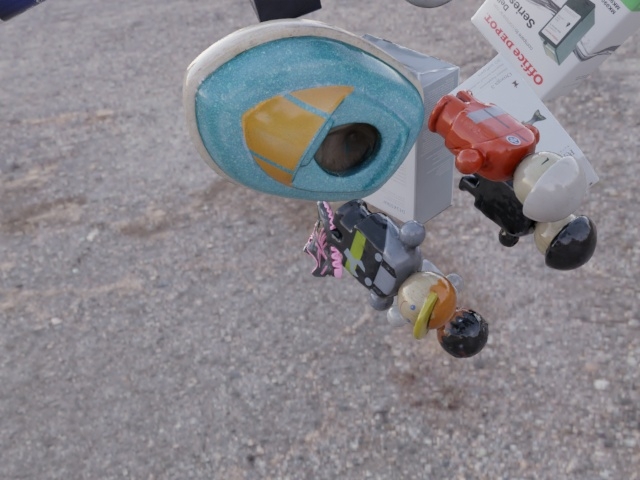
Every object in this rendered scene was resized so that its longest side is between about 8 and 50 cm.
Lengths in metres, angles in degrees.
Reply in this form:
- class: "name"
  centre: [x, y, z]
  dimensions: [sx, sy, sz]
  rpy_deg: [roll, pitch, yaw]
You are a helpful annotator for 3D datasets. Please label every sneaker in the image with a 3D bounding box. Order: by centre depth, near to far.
- class: "sneaker"
  centre: [0.000, 0.000, 1.194]
  dimensions: [0.057, 0.119, 0.047]
  rpy_deg: [-8, 3, 8]

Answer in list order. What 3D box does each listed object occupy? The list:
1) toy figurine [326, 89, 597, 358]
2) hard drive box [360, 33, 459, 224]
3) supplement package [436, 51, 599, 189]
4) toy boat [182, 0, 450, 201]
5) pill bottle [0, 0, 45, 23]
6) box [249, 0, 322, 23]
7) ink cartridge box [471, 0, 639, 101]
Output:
- class: "toy figurine"
  centre: [0.134, -0.001, 0.730]
  dimensions: [0.209, 0.213, 0.148]
  rpy_deg: [-46, 63, -1]
- class: "hard drive box"
  centre: [0.104, -0.162, 1.201]
  dimensions: [0.089, 0.232, 0.181]
  rpy_deg: [-31, 46, -32]
- class: "supplement package"
  centre: [0.246, -0.124, 1.018]
  dimensions: [0.105, 0.105, 0.179]
  rpy_deg: [-37, 62, 14]
- class: "toy boat"
  centre: [0.019, -0.161, 0.769]
  dimensions: [0.268, 0.318, 0.148]
  rpy_deg: [7, 37, -35]
- class: "pill bottle"
  centre: [-0.396, -0.330, 1.022]
  dimensions: [0.169, 0.094, 0.094]
  rpy_deg: [-26, 28, 4]
- class: "box"
  centre: [-0.075, -0.403, 1.100]
  dimensions: [0.093, 0.158, 0.156]
  rpy_deg: [-21, 56, -3]
- class: "ink cartridge box"
  centre: [0.434, -0.412, 1.399]
  dimensions: [0.122, 0.289, 0.211]
  rpy_deg: [-22, 70, -44]
